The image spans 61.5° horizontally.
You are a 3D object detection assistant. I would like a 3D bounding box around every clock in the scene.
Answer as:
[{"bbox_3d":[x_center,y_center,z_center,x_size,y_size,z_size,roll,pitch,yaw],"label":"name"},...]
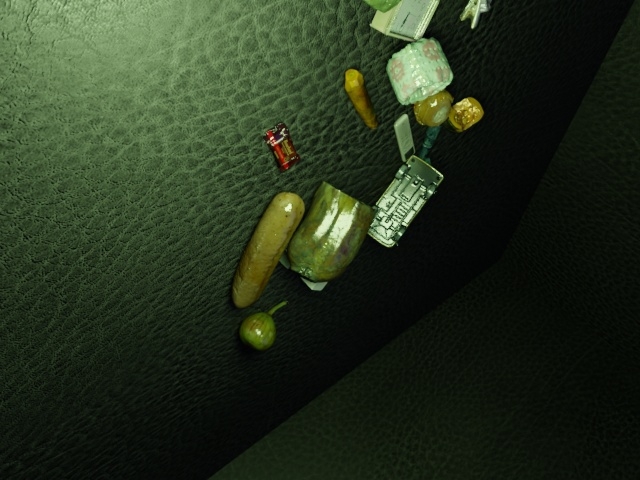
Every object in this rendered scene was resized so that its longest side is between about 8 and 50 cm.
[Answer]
[{"bbox_3d":[0.248,-0.669,1.578,0.192,0.071,0.147,-10,135,-49],"label":"clock"}]

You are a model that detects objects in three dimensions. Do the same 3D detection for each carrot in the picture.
[{"bbox_3d":[0.136,-0.442,1.735,0.066,0.066,0.314,-47,155,-1],"label":"carrot"}]

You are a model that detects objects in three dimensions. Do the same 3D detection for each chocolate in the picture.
[{"bbox_3d":[-0.116,-0.279,1.627,0.086,0.028,0.182,-36,150,-4],"label":"chocolate"}]

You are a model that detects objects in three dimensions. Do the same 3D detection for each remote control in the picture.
[{"bbox_3d":[0.330,-0.392,2.087,0.067,0.029,0.261,-44,152,-6],"label":"remote control"}]

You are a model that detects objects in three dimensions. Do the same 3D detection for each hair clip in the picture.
[{"bbox_3d":[0.540,-0.849,1.755,0.106,0.084,0.292,-42,153,-49],"label":"hair clip"}]

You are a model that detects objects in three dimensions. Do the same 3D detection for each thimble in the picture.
[{"bbox_3d":[0.307,-0.530,1.685,0.185,0.149,0.211,-23,178,17],"label":"thimble"}]

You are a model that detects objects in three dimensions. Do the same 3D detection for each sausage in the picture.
[{"bbox_3d":[-0.197,0.049,1.838,0.501,0.123,0.136,-62,176,25],"label":"sausage"}]

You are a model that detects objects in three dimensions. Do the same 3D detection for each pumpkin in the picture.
[{"bbox_3d":[0.558,-0.497,2.180,0.183,0.119,0.107,-24,-179,-27],"label":"pumpkin"}]

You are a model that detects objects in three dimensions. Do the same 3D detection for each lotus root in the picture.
[{"bbox_3d":[0.024,-0.016,1.871,0.346,0.250,0.250,-59,151,-1],"label":"lotus root"}]

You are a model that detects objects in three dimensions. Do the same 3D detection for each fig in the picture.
[{"bbox_3d":[-0.223,0.318,2.166,0.151,0.151,0.259,86,29,-54],"label":"fig"}]

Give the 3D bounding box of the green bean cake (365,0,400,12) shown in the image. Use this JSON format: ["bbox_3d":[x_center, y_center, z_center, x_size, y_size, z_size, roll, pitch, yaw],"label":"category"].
[{"bbox_3d":[0.158,-0.711,1.356,0.227,0.125,0.223,-9,135,-56],"label":"green bean cake"}]

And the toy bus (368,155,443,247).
[{"bbox_3d":[0.334,-0.150,2.207,0.365,0.177,0.202,-53,173,3],"label":"toy bus"}]

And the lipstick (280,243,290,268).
[{"bbox_3d":[0.000,0.000,2.087,0.371,0.076,0.080,-24,145,-37],"label":"lipstick"}]

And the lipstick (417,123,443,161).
[{"bbox_3d":[0.442,-0.391,2.219,0.053,0.053,0.234,-26,147,-34],"label":"lipstick"}]

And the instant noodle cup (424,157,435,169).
[{"bbox_3d":[0.441,-0.260,2.370,0.179,0.070,0.157,-42,150,-7],"label":"instant noodle cup"}]

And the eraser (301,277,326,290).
[{"bbox_3d":[0.048,0.054,2.057,0.298,0.078,0.076,-53,152,14],"label":"eraser"}]

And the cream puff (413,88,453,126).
[{"bbox_3d":[0.408,-0.497,1.969,0.150,0.115,0.165,-14,147,-36],"label":"cream puff"}]
